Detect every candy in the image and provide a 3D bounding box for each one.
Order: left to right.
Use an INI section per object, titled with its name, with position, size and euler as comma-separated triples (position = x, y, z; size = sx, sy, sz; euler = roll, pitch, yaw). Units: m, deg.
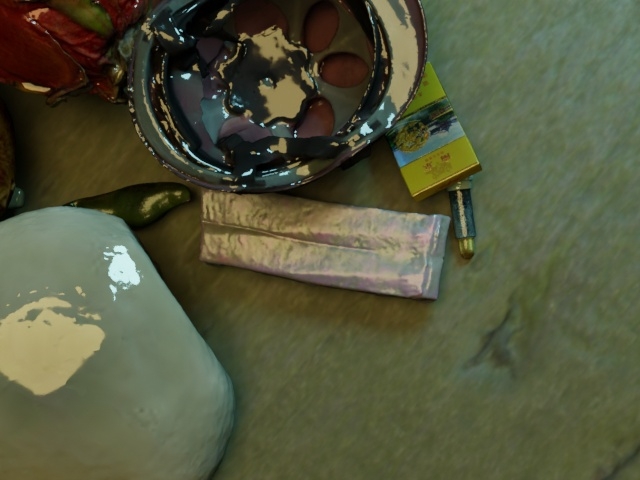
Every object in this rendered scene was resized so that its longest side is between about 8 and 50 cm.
[candy]
position = -0.327, 0.169, 1.591
size = 0.427, 0.186, 0.386
euler = -19, 93, 4

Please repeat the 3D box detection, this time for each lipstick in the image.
[lipstick]
position = 0.163, -0.036, 1.611
size = 0.037, 0.037, 0.116
euler = -8, 86, 11

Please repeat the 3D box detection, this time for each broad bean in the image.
[broad bean]
position = -0.250, -0.036, 1.687
size = 0.195, 0.061, 0.046
euler = -14, 119, -1

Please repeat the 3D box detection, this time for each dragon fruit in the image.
[dragon fruit]
position = -0.331, -0.312, 1.620
size = 0.343, 0.277, 0.277
euler = 29, 91, 17

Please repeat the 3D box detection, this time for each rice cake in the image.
[rice cake]
position = -0.002, 0.002, 1.632
size = 0.298, 0.050, 0.106
euler = 9, 85, 12

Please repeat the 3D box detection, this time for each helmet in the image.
[helmet]
position = -0.048, -0.188, 1.588
size = 0.338, 0.197, 0.271
euler = -30, 88, -2

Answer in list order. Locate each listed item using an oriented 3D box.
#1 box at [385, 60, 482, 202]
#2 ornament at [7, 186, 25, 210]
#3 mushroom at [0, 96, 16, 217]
[box]
position = 0.118, -0.127, 1.612
size = 0.087, 0.023, 0.155
euler = -25, 61, 5
[ornament]
position = -0.421, 0.051, 1.708
size = 0.230, 0.061, 0.245
euler = -39, 82, 4
[mushroom]
position = -0.503, -0.123, 1.633
size = 0.267, 0.254, 0.267
euler = -16, 60, 30
